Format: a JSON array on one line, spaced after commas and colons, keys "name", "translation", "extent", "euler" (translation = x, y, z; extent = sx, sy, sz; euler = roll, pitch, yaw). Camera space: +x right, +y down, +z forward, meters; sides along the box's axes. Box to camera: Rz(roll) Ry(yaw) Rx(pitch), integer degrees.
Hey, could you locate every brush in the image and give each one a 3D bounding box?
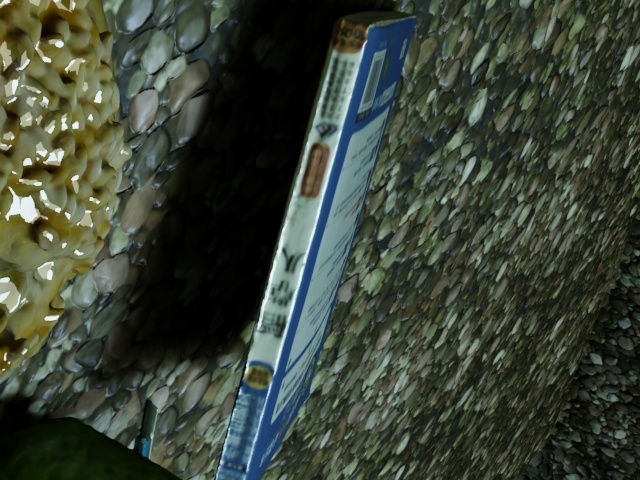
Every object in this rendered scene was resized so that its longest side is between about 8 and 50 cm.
[{"name": "brush", "translation": [-0.177, 0.196, 1.252], "extent": [0.013, 0.016, 0.083], "euler": [-21, 140, -39]}]

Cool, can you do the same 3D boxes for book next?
[{"name": "book", "translation": [0.000, 0.000, 1.137], "extent": [0.300, 0.039, 0.428], "euler": [-46, 153, -75]}]

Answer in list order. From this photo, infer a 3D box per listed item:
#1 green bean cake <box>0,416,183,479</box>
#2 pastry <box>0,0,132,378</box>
[{"name": "green bean cake", "translation": [-0.241, 0.329, 1.064], "extent": [0.319, 0.218, 0.335], "euler": [-56, 166, -24]}, {"name": "pastry", "translation": [-0.209, -0.035, 0.643], "extent": [0.284, 0.184, 0.315], "euler": [-12, 130, -62]}]
